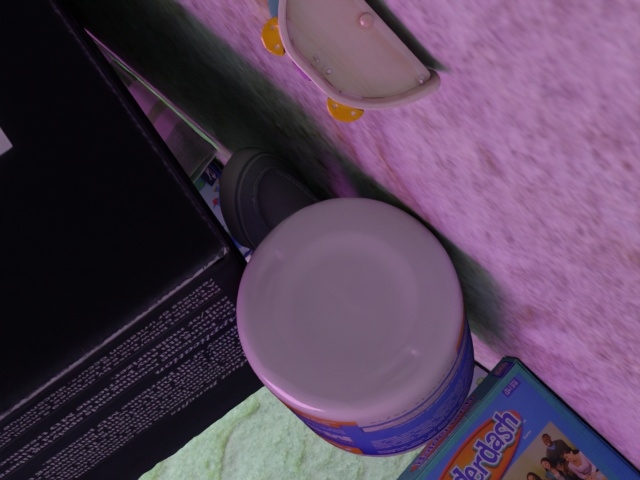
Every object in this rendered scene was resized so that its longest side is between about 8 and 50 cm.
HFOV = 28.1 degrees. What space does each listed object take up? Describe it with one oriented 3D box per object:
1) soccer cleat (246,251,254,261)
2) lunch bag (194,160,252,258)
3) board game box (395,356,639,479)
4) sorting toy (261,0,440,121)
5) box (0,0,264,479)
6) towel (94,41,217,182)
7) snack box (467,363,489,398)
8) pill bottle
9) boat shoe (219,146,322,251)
[{"bbox_3d":[-0.116,-0.029,1.565,0.196,0.068,0.076,39,172,-39],"label":"soccer cleat"},{"bbox_3d":[-0.185,0.000,1.456,0.176,0.219,0.090,51,175,-31],"label":"lunch bag"},{"bbox_3d":[0.176,0.222,1.025,0.210,0.160,0.047,43,174,-3],"label":"board game box"},{"bbox_3d":[0.005,-0.093,0.563,0.083,0.045,0.075,45,-168,-19],"label":"sorting toy"},{"bbox_3d":[-0.282,-0.043,1.069,0.480,0.297,0.472,54,175,13],"label":"box"},{"bbox_3d":[-0.301,-0.104,1.372,0.325,0.248,0.038,42,-170,14],"label":"towel"},{"bbox_3d":[0.177,0.172,1.228,0.100,0.037,0.141,33,169,48],"label":"snack box"},{"bbox_3d":[0.037,0.080,0.954,0.152,0.152,0.272,40,172,19],"label":"pill bottle"},{"bbox_3d":[0.000,0.001,1.066,0.081,0.079,0.227,13,156,37],"label":"boat shoe"}]
